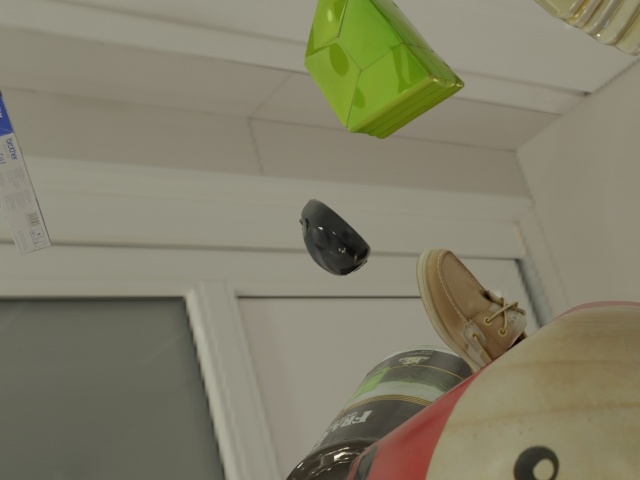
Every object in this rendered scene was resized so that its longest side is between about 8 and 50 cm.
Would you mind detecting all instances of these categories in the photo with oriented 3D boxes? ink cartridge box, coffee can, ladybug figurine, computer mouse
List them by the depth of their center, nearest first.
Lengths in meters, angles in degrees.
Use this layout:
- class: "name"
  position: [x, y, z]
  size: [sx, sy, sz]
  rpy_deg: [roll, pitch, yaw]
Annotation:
- class: "ladybug figurine"
  position: [0.126, 0.154, 0.644]
  size: [0.162, 0.305, 0.449]
  rpy_deg: [55, 162, 11]
- class: "computer mouse"
  position: [0.000, 0.000, 0.997]
  size: [0.041, 0.071, 0.242]
  rpy_deg: [-47, 5, -3]
- class: "coffee can"
  position: [0.092, 0.252, 1.149]
  size: [0.201, 0.275, 0.202]
  rpy_deg: [5, 106, 18]
- class: "ink cartridge box"
  position: [-0.384, -0.085, 1.329]
  size: [0.207, 0.046, 0.097]
  rpy_deg: [89, 158, -51]

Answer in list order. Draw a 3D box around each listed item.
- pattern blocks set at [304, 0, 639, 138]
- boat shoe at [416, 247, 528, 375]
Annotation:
- class: "pattern blocks set"
  position: [0.081, -0.157, 0.346]
  size: [0.285, 0.026, 0.325]
  rpy_deg: [-51, 44, 31]
- class: "boat shoe"
  position: [0.138, 0.072, 0.849]
  size: [0.059, 0.063, 0.170]
  rpy_deg: [-21, 112, 39]
